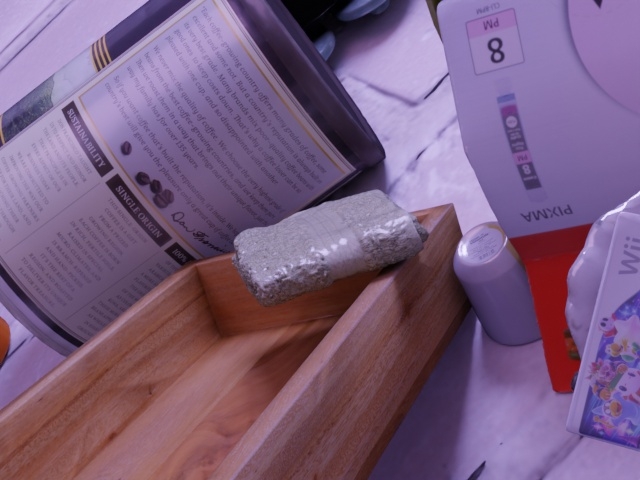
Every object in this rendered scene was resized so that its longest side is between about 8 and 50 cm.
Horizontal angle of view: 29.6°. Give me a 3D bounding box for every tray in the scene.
[{"bbox_3d":[-0.063,0.094,0.643,0.202,0.076,0.411,-12,15,24],"label":"tray"}]

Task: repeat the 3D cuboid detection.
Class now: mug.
[{"bbox_3d":[0.117,0.015,0.747,0.062,0.064,0.078,7,57,46],"label":"mug"}]

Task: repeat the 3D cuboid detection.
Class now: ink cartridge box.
[{"bbox_3d":[0.174,-0.039,0.639,0.189,0.066,0.232,-12,85,33],"label":"ink cartridge box"}]

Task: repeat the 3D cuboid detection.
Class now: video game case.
[{"bbox_3d":[0.160,0.044,0.442,0.122,0.011,0.087,13,83,20],"label":"video game case"}]

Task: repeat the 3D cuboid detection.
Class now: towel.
[{"bbox_3d":[0.000,0.000,0.723,0.110,0.027,0.148,-20,13,-4],"label":"towel"}]

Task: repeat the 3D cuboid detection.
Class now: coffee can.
[{"bbox_3d":[-0.119,-0.064,0.918,0.275,0.201,0.201,-36,37,7],"label":"coffee can"}]

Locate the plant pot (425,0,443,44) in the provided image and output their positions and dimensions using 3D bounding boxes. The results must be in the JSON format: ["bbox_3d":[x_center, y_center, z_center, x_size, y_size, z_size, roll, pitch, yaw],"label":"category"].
[{"bbox_3d":[0.236,-0.231,0.763,0.274,0.275,0.293,-12,30,33],"label":"plant pot"}]

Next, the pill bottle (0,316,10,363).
[{"bbox_3d":[-0.369,0.034,1.002,0.130,0.246,0.130,-22,42,21],"label":"pill bottle"}]

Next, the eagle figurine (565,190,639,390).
[{"bbox_3d":[0.271,0.044,0.487,0.298,0.226,0.225,-2,31,46],"label":"eagle figurine"}]

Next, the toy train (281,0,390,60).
[{"bbox_3d":[-0.004,-0.267,1.086,0.334,0.142,0.190,-43,27,-2],"label":"toy train"}]
